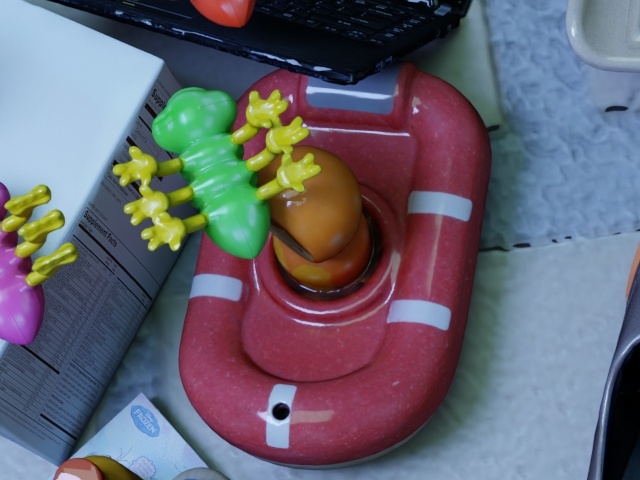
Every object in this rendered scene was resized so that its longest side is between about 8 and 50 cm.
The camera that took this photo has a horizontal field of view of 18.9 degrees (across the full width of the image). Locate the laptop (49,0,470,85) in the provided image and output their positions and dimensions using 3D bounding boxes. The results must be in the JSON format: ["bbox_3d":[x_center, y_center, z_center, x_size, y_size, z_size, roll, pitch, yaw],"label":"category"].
[{"bbox_3d":[-0.028,-0.203,1.083,0.234,0.264,0.137,17,112,19],"label":"laptop"}]

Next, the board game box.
[{"bbox_3d":[-0.100,0.145,1.041,0.090,0.020,0.090,-43,68,-3],"label":"board game box"}]

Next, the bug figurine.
[{"bbox_3d":[-0.128,-0.067,0.934,0.279,0.072,0.216,-22,75,-1],"label":"bug figurine"}]

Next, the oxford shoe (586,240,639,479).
[{"bbox_3d":[0.202,0.051,0.924,0.130,0.133,0.364,10,60,14],"label":"oxford shoe"}]

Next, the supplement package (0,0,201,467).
[{"bbox_3d":[-0.192,-0.019,1.049,0.194,0.149,0.203,24,78,19],"label":"supplement package"}]

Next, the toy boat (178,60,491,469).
[{"bbox_3d":[0.000,0.000,0.998,0.151,0.151,0.231,5,72,15],"label":"toy boat"}]

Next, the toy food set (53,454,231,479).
[{"bbox_3d":[-0.038,0.194,0.950,0.111,0.104,0.232,-30,74,-1],"label":"toy food set"}]

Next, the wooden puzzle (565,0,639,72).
[{"bbox_3d":[0.263,-0.175,1.046,0.238,0.044,0.221,6,61,11],"label":"wooden puzzle"}]
